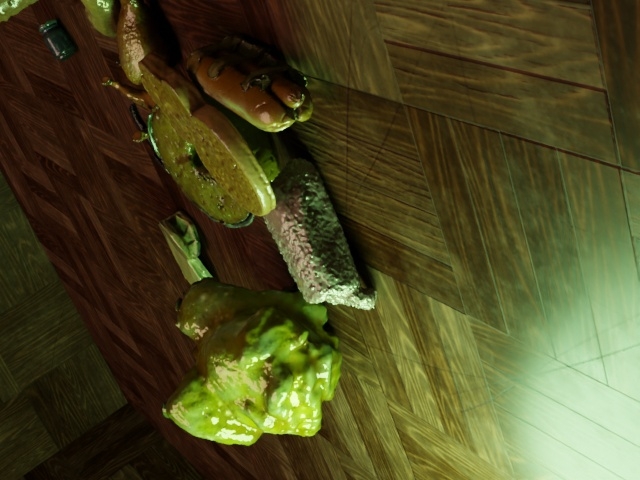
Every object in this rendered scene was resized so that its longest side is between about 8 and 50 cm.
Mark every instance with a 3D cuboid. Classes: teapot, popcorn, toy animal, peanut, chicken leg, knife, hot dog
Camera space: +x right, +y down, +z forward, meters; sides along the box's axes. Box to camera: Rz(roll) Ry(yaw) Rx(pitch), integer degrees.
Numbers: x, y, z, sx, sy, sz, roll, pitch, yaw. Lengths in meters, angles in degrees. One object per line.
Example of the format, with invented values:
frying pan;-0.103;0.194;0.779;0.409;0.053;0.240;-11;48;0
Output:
teapot;-0.550;-0.424;2.205;0.049;0.063;0.083;-28;94;37
popcorn;-0.115;0.240;1.853;0.290;0.325;0.321;27;136;44
toy animal;-0.296;-0.251;1.869;0.116;0.114;0.255;36;-161;-55
peanut;-0.365;-0.401;1.763;0.080;0.080;0.174;49;172;16
chicken leg;-0.302;-0.365;1.713;0.107;0.087;0.252;23;137;36
knife;-0.330;-0.176;2.119;0.222;0.021;0.045;58;156;-4
hot dog;-0.095;-0.221;1.439;0.269;0.109;0.072;35;143;46

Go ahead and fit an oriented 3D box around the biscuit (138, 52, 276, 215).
biscuit;-0.163;-0.155;1.525;0.289;0.044;0.202;49;166;15

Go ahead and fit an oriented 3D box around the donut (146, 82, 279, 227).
donut;-0.163;-0.151;1.707;0.272;0.107;0.272;39;152;25

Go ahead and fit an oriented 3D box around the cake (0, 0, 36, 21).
cake;-0.519;-0.553;1.676;0.290;0.255;0.282;50;160;27

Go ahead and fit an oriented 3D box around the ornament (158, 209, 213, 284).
ornament;-0.307;0.010;2.293;0.180;0.059;0.201;41;156;40

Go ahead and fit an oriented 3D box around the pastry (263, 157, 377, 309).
pastry;-0.008;0.009;1.590;0.265;0.112;0.103;59;151;-9
